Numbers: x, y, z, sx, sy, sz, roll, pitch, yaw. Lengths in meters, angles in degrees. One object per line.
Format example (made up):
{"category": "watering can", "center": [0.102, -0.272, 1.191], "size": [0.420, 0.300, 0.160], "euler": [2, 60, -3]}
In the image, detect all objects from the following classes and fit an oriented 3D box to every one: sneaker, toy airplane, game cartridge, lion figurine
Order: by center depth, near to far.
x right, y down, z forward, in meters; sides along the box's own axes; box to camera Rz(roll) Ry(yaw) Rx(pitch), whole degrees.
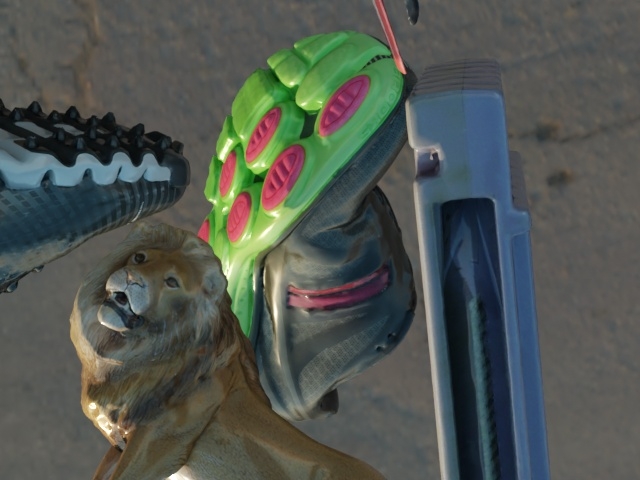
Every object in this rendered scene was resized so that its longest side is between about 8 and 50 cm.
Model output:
{"category": "sneaker", "center": [-0.158, 0.003, 0.661], "size": [0.234, 0.078, 0.106], "euler": [-12, 118, -42]}
{"category": "toy airplane", "center": [0.014, -0.157, 0.807], "size": [0.028, 0.151, 0.151], "euler": [-33, 136, -6]}
{"category": "game cartridge", "center": [0.093, 0.085, 0.853], "size": [0.068, 0.230, 0.355], "euler": [-4, 100, 11]}
{"category": "lion figurine", "center": [-0.053, 0.181, 1.235], "size": [0.392, 0.240, 0.142], "euler": [39, 165, -5]}
{"category": "sneaker", "center": [0.000, 0.000, 1.429], "size": [0.202, 0.185, 0.483], "euler": [3, 140, -18]}
